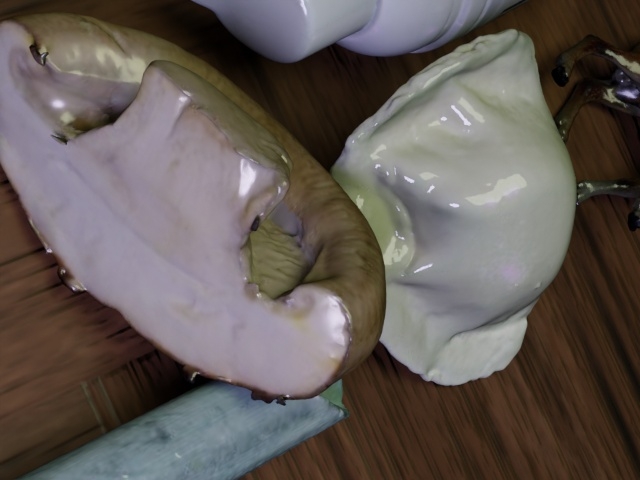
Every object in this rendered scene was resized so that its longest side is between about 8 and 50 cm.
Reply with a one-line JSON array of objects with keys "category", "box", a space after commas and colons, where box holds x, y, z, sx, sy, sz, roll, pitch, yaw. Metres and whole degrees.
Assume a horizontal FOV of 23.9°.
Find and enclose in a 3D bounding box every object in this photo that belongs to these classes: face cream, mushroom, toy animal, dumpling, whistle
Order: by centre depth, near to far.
[{"category": "whistle", "box": [-0.101, 0.131, 0.845, 0.312, 0.062, 0.062, -25, 91, -37]}, {"category": "mushroom", "box": [-0.065, -0.036, 0.901, 0.286, 0.156, 0.151, 43, 35, 8]}, {"category": "dumpling", "box": [0.082, -0.012, 1.015, 0.179, 0.131, 0.252, -21, 123, -37]}, {"category": "face cream", "box": [0.068, -0.204, 1.056, 0.370, 0.145, 0.145, -33, 95, -38]}, {"category": "toy animal", "box": [0.310, -0.064, 1.226, 0.260, 0.087, 0.243, -11, 83, -35]}]
